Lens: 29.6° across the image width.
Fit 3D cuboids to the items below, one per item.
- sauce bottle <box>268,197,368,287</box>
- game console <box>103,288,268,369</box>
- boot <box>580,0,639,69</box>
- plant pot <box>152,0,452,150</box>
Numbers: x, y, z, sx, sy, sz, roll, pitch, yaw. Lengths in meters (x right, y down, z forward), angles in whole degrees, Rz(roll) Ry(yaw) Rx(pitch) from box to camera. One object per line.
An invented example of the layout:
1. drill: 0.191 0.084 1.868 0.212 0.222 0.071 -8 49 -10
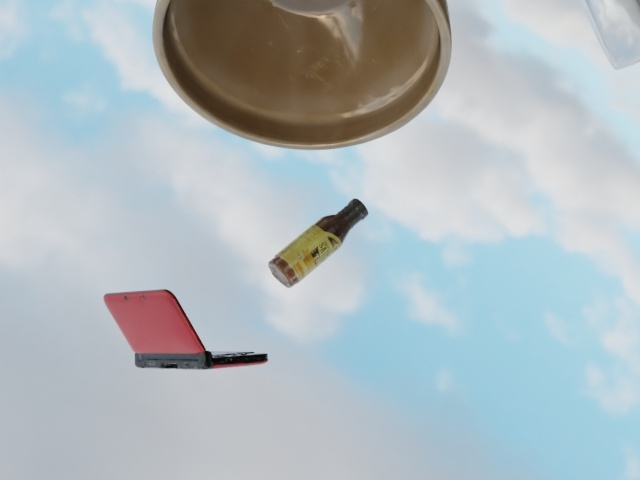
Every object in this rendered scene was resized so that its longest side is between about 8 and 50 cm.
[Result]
1. sauce bottle: 0.000 0.000 1.345 0.042 0.128 0.042 43 161 19
2. game console: -0.143 0.093 1.285 0.124 0.085 0.144 -1 177 -38
3. boot: 0.152 -0.218 0.573 0.095 0.123 0.258 19 -125 -73
4. plant pot: -0.012 -0.189 0.982 0.237 0.237 0.109 25 -133 -25
